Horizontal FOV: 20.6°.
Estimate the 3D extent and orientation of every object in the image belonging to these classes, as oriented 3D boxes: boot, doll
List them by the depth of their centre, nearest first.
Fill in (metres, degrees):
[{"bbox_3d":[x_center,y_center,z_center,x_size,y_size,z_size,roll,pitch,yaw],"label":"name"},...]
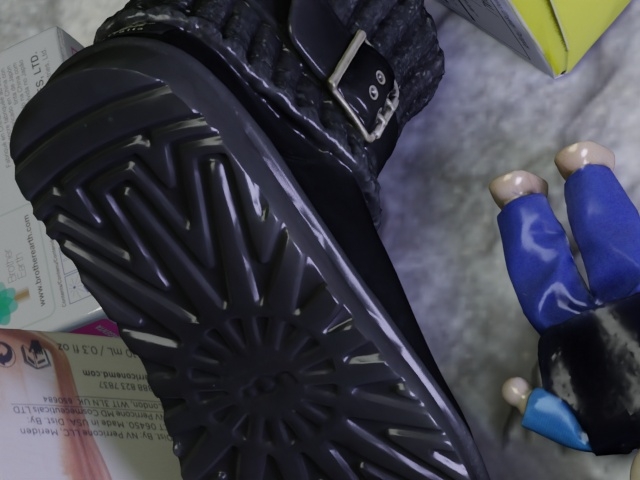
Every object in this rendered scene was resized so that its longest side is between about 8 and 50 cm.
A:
[{"bbox_3d":[0.145,0.044,0.858,0.129,0.046,0.189,-23,63,15],"label":"doll"},{"bbox_3d":[0.003,-0.002,0.878,0.131,0.348,0.260,-17,23,23],"label":"boot"}]

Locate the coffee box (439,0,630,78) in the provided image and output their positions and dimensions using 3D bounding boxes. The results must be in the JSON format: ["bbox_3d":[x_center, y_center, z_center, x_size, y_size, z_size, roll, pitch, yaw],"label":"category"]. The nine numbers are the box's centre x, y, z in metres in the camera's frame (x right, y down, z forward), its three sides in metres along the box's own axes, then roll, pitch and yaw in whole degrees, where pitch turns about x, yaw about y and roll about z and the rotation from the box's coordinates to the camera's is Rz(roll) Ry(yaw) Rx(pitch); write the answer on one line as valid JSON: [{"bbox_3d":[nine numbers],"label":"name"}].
[{"bbox_3d":[0.063,-0.348,0.872,0.334,0.338,0.337,39,90,30],"label":"coffee box"}]

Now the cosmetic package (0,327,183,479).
[{"bbox_3d":[-0.127,0.205,0.842,0.153,0.129,0.296,-42,57,34],"label":"cosmetic package"}]

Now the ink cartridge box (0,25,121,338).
[{"bbox_3d":[-0.256,0.019,1.032,0.311,0.065,0.185,-22,64,12],"label":"ink cartridge box"}]
